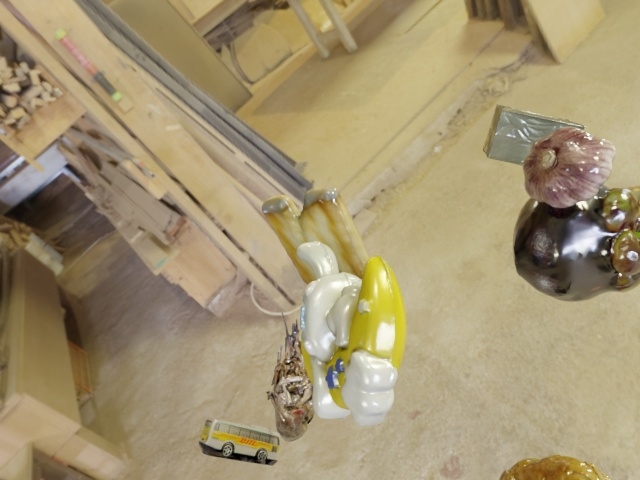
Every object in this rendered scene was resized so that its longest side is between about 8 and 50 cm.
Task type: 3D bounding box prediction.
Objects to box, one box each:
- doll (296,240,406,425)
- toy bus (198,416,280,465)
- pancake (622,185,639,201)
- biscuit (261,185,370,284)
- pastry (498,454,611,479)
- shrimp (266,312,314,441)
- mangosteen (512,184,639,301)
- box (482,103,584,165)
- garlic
[{"bbox_3d":[0.027,0.119,0.638,0.237,0.111,0.252,169,101,-66],"label":"doll"},{"bbox_3d":[-0.164,0.419,0.967,0.057,0.172,0.072,-19,52,55],"label":"toy bus"},{"bbox_3d":[0.815,-0.117,1.036,0.282,0.049,0.282,-10,2,0],"label":"pancake"},{"bbox_3d":[0.000,0.000,1.159,0.236,0.291,0.062,-7,33,39],"label":"biscuit"},{"bbox_3d":[0.597,0.668,1.139,0.311,0.161,0.255,-33,46,48],"label":"pastry"},{"bbox_3d":[-0.058,0.313,1.033,0.116,0.343,0.145,21,33,33],"label":"shrimp"},{"bbox_3d":[0.559,0.001,0.980,0.287,0.288,0.233,-25,-1,21],"label":"mangosteen"},{"bbox_3d":[0.628,-0.304,1.394,0.231,0.155,0.149,16,24,8],"label":"box"},{"bbox_3d":[0.438,-0.132,0.841,0.159,0.102,0.147,2,89,58],"label":"garlic"}]
